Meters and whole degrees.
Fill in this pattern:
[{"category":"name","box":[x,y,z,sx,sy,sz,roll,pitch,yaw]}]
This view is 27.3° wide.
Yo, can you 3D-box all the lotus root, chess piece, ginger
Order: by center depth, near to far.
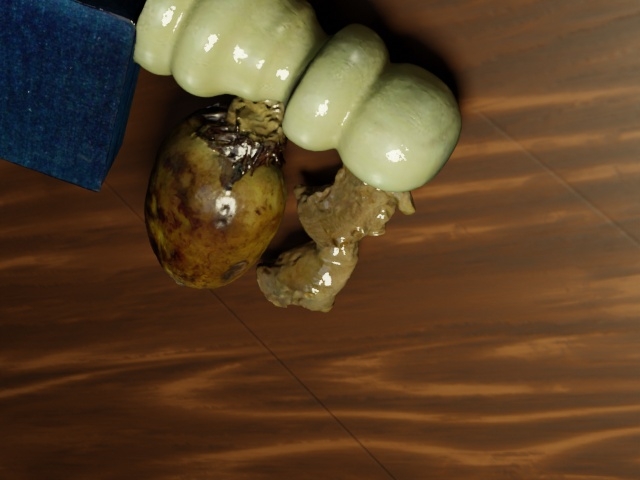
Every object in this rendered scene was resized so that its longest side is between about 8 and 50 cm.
[{"category":"chess piece","box":[-0.009,-0.170,1.342,0.330,0.182,0.182,33,133,7]},{"category":"ginger","box":[0.001,-0.001,1.491,0.122,0.084,0.290,39,135,1]},{"category":"lotus root","box":[-0.126,-0.041,1.508,0.169,0.141,0.314,60,143,30]}]

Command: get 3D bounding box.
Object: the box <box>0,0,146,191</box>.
[{"category":"box","box":[-0.352,-0.224,1.532,0.278,0.116,0.261,19,133,-4]}]
